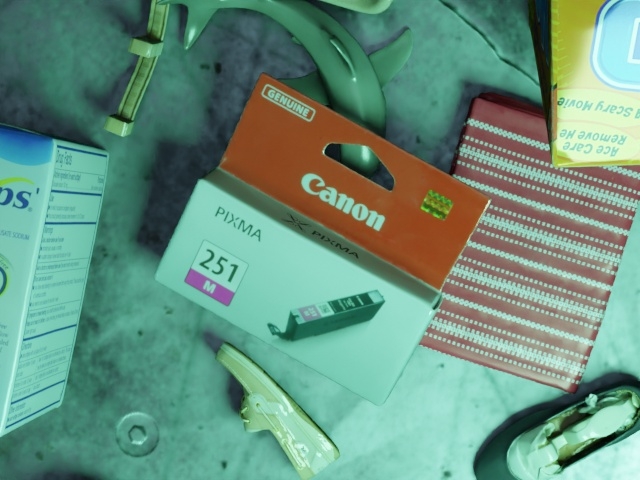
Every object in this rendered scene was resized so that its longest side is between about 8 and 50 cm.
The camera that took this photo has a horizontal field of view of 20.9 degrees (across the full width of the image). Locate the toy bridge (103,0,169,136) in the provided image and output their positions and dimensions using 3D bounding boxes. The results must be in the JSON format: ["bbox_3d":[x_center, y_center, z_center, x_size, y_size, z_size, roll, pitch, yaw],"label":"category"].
[{"bbox_3d":[-0.181,-0.203,1.800,0.026,0.063,0.188,19,101,5],"label":"toy bridge"}]

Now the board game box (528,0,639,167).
[{"bbox_3d":[0.373,-0.303,1.558,0.356,0.356,0.356,-2,116,4],"label":"board game box"}]

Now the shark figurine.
[{"bbox_3d":[-0.015,-0.202,1.766,0.278,0.116,0.166,39,91,0],"label":"shark figurine"}]

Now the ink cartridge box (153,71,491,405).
[{"bbox_3d":[0.000,0.000,1.751,0.275,0.060,0.239,29,114,6],"label":"ink cartridge box"}]

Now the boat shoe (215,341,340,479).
[{"bbox_3d":[-0.055,0.180,1.796,0.059,0.063,0.170,-44,88,-3],"label":"boat shoe"}]

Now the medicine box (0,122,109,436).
[{"bbox_3d":[-0.327,0.029,1.714,0.149,0.263,0.289,10,91,4],"label":"medicine box"}]

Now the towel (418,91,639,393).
[{"bbox_3d":[0.214,0.001,1.793,0.199,0.031,0.275,17,94,2],"label":"towel"}]

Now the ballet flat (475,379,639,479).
[{"bbox_3d":[0.250,0.201,1.772,0.203,0.074,0.074,-27,89,4],"label":"ballet flat"}]

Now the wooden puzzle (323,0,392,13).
[{"bbox_3d":[-0.044,-0.427,1.788,0.348,0.080,0.322,17,91,8],"label":"wooden puzzle"}]
